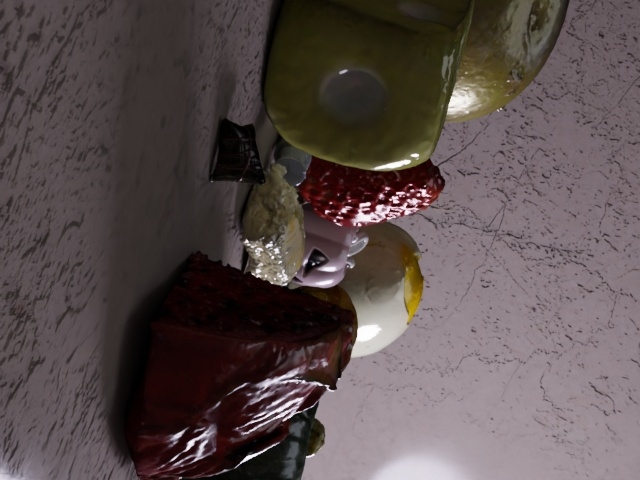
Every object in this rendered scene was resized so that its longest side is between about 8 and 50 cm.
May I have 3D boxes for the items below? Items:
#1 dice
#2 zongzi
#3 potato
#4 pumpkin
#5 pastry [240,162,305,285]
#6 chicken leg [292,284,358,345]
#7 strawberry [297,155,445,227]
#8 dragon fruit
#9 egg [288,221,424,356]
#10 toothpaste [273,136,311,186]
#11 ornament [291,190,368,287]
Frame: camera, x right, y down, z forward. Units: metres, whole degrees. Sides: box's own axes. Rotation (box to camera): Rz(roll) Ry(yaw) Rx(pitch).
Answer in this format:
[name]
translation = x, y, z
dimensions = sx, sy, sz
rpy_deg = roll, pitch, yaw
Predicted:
[dice]
translation = 0.067, -0.246, 1.486
dimensions = 0.233, 0.238, 0.226
rpy_deg = -65, 170, -52
[zongzi]
translation = -0.091, -0.112, 1.298
dimensions = 0.073, 0.067, 0.083
rpy_deg = -48, 137, -62
[potato]
translation = 0.241, -0.397, 1.727
dimensions = 0.385, 0.319, 0.442
rpy_deg = -25, 126, -50
[pumpkin]
translation = -0.099, 0.285, 1.598
dimensions = 0.300, 0.207, 0.300
rpy_deg = -168, -90, -88
[pastry]
translation = -0.073, 0.000, 1.663
dimensions = 0.121, 0.089, 0.258
rpy_deg = -57, 166, -22
[chicken leg]
translation = -0.085, 0.270, 2.163
dimensions = 0.409, 0.182, 0.295
rpy_deg = -58, 176, 37
[strawberry]
translation = 0.091, -0.114, 1.808
dimensions = 0.205, 0.244, 0.205
rpy_deg = -16, 111, -49
[dragon fruit]
translation = -0.123, 0.161, 1.317
dimensions = 0.330, 0.302, 0.240
rpy_deg = -58, -143, 36
[egg]
translation = 0.069, 0.108, 2.365
dimensions = 0.345, 0.283, 0.283
rpy_deg = 112, 0, -47
[toothpaste]
translation = -0.034, -0.165, 1.732
dimensions = 0.234, 0.057, 0.089
rpy_deg = -78, -177, -56
[ornament]
translation = 0.000, 0.000, 1.961
dimensions = 0.177, 0.177, 0.177
rpy_deg = 17, 90, -85
